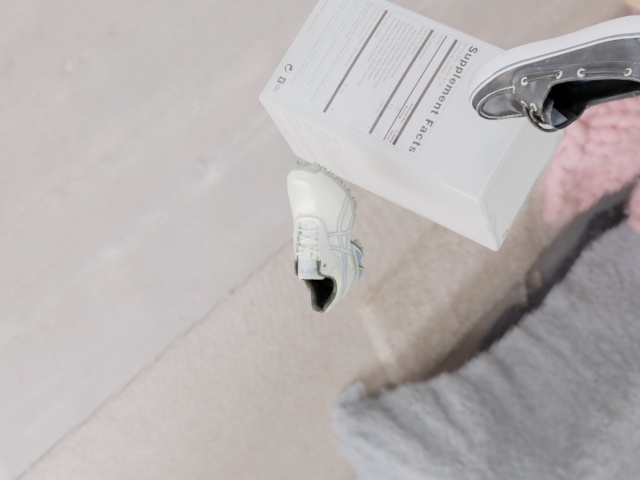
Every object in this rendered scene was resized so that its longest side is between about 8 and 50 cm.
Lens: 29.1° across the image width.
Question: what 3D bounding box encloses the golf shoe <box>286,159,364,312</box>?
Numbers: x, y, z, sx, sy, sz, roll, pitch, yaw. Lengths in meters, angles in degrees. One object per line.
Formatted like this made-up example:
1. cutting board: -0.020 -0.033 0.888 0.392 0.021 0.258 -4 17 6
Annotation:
1. golf shoe: 0.000 0.000 1.289 0.086 0.069 0.176 -61 143 -41

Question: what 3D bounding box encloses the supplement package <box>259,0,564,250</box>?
1. supplement package: 0.112 -0.145 1.436 0.175 0.293 0.177 -59 158 -10

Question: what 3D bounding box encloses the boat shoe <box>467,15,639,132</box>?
1. boat shoe: 0.229 -0.142 1.166 0.080 0.228 0.076 26 64 -39
